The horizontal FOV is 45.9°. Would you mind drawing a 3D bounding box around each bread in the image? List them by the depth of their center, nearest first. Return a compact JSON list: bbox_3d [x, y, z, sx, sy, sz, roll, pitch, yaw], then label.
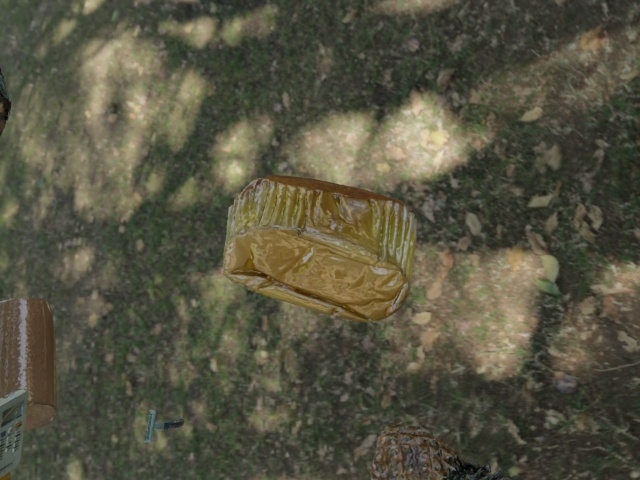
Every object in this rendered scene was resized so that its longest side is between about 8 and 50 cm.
[{"bbox_3d":[0.000,0.000,1.132,0.204,0.288,0.156,108,172,-50],"label":"bread"}]

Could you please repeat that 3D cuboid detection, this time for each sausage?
[{"bbox_3d":[-0.556,0.217,1.404,0.123,0.123,0.253,-37,51,29],"label":"sausage"}]

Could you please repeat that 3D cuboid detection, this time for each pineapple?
[{"bbox_3d":[0.237,0.439,1.411,0.279,0.158,0.158,10,88,25],"label":"pineapple"}]

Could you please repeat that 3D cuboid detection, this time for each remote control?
[{"bbox_3d":[-0.481,0.299,1.148,0.029,0.061,0.162,24,113,17],"label":"remote control"}]

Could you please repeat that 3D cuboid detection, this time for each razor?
[{"bbox_3d":[-0.333,0.406,1.671,0.037,0.191,0.068,6,80,12],"label":"razor"}]

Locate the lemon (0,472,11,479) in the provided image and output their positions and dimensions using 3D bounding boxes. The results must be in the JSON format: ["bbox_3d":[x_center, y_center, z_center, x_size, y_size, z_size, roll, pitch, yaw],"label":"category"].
[{"bbox_3d":[-0.679,0.449,1.305,0.293,0.293,0.293,-9,76,38],"label":"lemon"}]

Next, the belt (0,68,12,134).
[{"bbox_3d":[-0.430,-0.167,0.902,0.058,0.105,0.140,177,100,-80],"label":"belt"}]
